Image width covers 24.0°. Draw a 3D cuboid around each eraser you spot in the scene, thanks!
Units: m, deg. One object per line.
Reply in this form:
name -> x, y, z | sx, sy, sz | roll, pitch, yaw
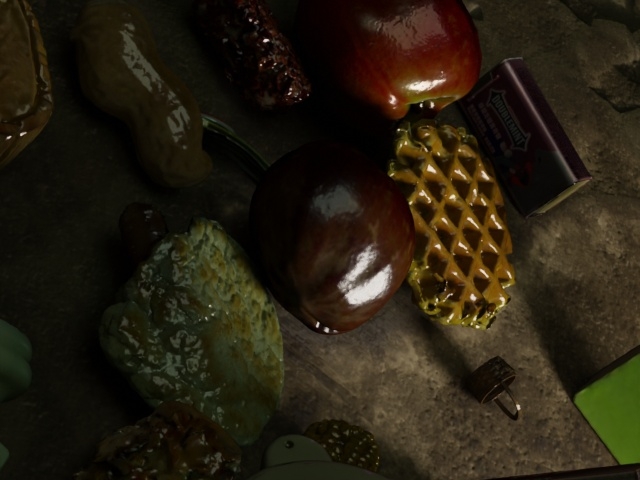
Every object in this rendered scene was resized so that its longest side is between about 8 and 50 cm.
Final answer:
eraser -> 0.512, 0.271, 2.109 | 0.274, 0.210, 0.092 | 53, 41, 6

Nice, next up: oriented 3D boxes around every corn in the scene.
corn -> -0.022, 0.316, 1.678 | 0.102, 0.102, 0.313 | 43, 43, -9

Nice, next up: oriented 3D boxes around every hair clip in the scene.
hair clip -> -0.114, -0.117, 1.944 | 0.188, 0.060, 0.033 | 37, 60, -22

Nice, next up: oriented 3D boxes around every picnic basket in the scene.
picnic basket -> 0.242, 0.203, 2.015 | 0.072, 0.072, 0.083 | -15, 61, -46

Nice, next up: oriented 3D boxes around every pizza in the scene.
pizza -> -0.195, 0.238, 1.546 | 0.226, 0.069, 0.147 | -23, 40, -9

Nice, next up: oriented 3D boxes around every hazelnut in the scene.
hazelnut -> 0.000, 0.000, 1.856 | 0.234, 0.218, 0.218 | 53, 35, -33

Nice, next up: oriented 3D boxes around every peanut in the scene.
peanut -> -0.221, -0.180, 1.860 | 0.263, 0.117, 0.101 | 55, 1, 0

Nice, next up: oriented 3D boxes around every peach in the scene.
peach -> 0.076, -0.287, 2.091 | 0.245, 0.248, 0.275 | -9, 63, -47

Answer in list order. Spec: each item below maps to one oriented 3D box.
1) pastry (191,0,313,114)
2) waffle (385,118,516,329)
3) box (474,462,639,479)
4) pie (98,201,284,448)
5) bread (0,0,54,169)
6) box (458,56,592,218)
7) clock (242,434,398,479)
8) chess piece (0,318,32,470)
pastry -> -0.092, -0.261, 2.035 | 0.208, 0.097, 0.115 | 58, 30, 7
waffle -> 0.182, -0.023, 2.070 | 0.325, 0.068, 0.302 | -4, 78, -56
box -> 0.267, 0.439, 1.588 | 0.122, 0.344, 0.385 | -1, 80, -40
pie -> -0.135, 0.102, 1.733 | 0.257, 0.105, 0.274 | 34, 43, -32
bread -> -0.415, -0.186, 1.663 | 0.227, 0.142, 0.253 | 11, 57, -38
box -> 0.310, -0.157, 2.306 | 0.069, 0.120, 0.224 | -12, 68, -49
clock -> 0.021, 0.353, 1.510 | 0.309, 0.114, 0.284 | 31, 54, 19
chess piece -> -0.374, 0.220, 1.417 | 0.175, 0.175, 0.298 | 21, 62, -30
